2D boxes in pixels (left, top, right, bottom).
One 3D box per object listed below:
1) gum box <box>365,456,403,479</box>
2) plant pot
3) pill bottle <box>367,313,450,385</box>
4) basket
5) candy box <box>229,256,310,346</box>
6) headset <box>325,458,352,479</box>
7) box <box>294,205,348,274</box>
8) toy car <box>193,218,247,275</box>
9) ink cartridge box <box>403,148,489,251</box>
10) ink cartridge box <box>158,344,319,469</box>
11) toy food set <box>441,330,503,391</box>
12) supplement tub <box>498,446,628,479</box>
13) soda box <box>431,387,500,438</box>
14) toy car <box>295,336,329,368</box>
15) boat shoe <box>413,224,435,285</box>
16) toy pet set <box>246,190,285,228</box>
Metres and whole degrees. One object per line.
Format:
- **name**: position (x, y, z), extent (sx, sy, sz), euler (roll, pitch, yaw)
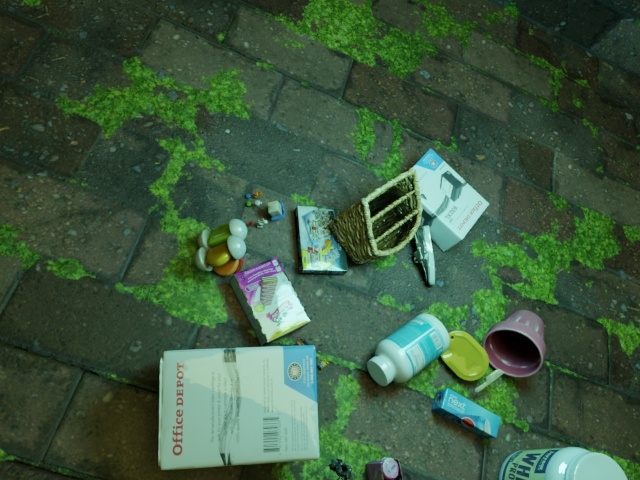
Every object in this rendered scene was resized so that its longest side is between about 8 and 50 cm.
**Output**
- **gum box**: position (0.193, 0.719, 1.536), extent (0.062, 0.107, 0.188), euler (-2, 68, -22)
- **plant pot**: position (0.685, 0.339, 1.853), extent (0.201, 0.201, 0.180), euler (48, 45, 4)
- **pill bottle**: position (0.274, 0.352, 1.706), extent (0.264, 0.146, 0.146), euler (-27, 79, -28)
- **basket**: position (0.226, -0.067, 1.803), extent (0.299, 0.223, 0.213), euler (-32, 87, -39)
- **candy box**: position (-0.157, 0.187, 1.658), extent (0.159, 0.071, 0.233), euler (-23, 78, -28)
- **headset**: position (0.014, 0.778, 1.398), extent (0.243, 0.185, 0.394), euler (15, 75, -14)
- **box**: position (0.000, 0.000, 1.814), extent (0.159, 0.044, 0.233), euler (3, 67, -20)
- **toy car**: position (-0.288, 0.032, 1.644), extent (0.159, 0.136, 0.182), euler (-21, 41, 15)
- **ink cartridge box**: position (0.436, -0.150, 1.997), extent (0.307, 0.129, 0.223), euler (44, 60, 1)
- **ink cartridge box**: position (-0.213, 0.428, 1.416), extent (0.395, 0.166, 0.285), euler (0, 77, -9)
- **toy food set**: position (0.493, 0.403, 1.820), extent (0.128, 0.071, 0.218), euler (-42, 84, -6)
- **supplement tub**: position (0.717, 0.743, 1.600), extent (0.235, 0.325, 0.235), euler (8, 65, -17)
- **soda box**: position (0.471, 0.561, 1.735), extent (0.210, 0.067, 0.071), euler (30, 60, -6)
- **toy car**: position (-0.033, 0.350, 1.645), extent (0.122, 0.060, 0.040), euler (44, 92, 10)
- **boat shoe**: position (0.369, 0.056, 1.921), extent (0.070, 0.078, 0.219), euler (-8, 74, 11)
- **toy pet set**: position (-0.181, -0.100, 1.795), extent (0.114, 0.065, 0.122), euler (-12, 65, 12)
